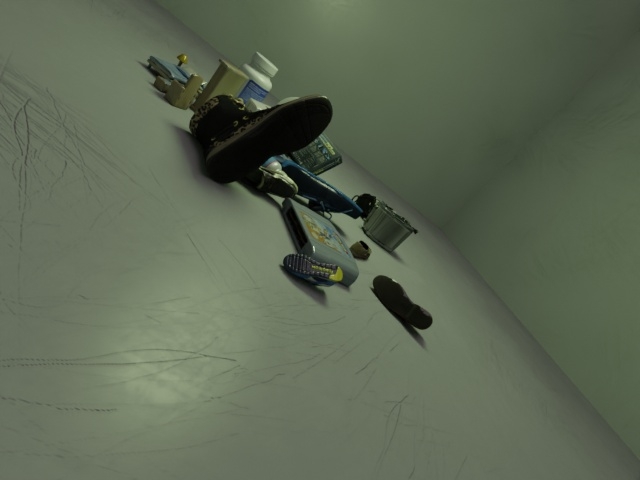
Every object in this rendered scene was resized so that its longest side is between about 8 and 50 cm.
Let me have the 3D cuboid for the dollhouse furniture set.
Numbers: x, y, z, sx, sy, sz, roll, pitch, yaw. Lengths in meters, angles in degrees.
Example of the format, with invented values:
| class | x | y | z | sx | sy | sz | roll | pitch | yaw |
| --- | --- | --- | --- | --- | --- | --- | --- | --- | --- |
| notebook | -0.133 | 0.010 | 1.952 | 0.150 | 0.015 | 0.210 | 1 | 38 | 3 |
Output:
| class | x | y | z | sx | sy | sz | roll | pitch | yaw |
| --- | --- | --- | --- | --- | --- | --- | --- | --- | --- |
| dollhouse furniture set | -0.466 | -0.614 | 1.419 | 0.303 | 0.198 | 0.286 | 44 | 17 | 12 |

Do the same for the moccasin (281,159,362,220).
| class | x | y | z | sx | sy | sz | roll | pitch | yaw |
| --- | --- | --- | --- | --- | --- | --- | --- | --- | --- |
| moccasin | -0.010 | -0.157 | 1.432 | 0.342 | 0.117 | 0.138 | 30 | 8 | -19 |

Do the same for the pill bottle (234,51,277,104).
| class | x | y | z | sx | sy | sz | roll | pitch | yaw |
| --- | --- | --- | --- | --- | --- | --- | --- | --- | --- |
| pill bottle | -0.303 | -0.645 | 1.710 | 0.152 | 0.272 | 0.152 | 37 | 18 | -14 |

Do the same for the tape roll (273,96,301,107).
| class | x | y | z | sx | sy | sz | roll | pitch | yaw |
| --- | --- | --- | --- | --- | --- | --- | --- | --- | --- |
| tape roll | -0.116 | -0.563 | 1.956 | 0.246 | 0.246 | 0.169 | 39 | 17 | -6 |

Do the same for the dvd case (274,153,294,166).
| class | x | y | z | sx | sy | sz | roll | pitch | yaw |
| --- | --- | --- | --- | --- | --- | --- | --- | --- | --- |
| dvd case | -0.182 | -0.365 | 1.710 | 0.180 | 0.022 | 0.253 | 22 | 26 | -44 |

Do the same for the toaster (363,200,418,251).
| class | x | y | z | sx | sy | sz | roll | pitch | yaw |
| --- | --- | --- | --- | --- | --- | --- | --- | --- | --- |
| toaster | 0.293 | -0.054 | 1.752 | 0.227 | 0.146 | 0.129 | 35 | 19 | -18 |

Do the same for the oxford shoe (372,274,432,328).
| class | x | y | z | sx | sy | sz | roll | pitch | yaw |
| --- | --- | --- | --- | --- | --- | --- | --- | --- | --- |
| oxford shoe | 0.236 | 0.191 | 1.209 | 0.212 | 0.076 | 0.076 | 45 | -12 | 19 |

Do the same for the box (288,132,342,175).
| class | x | y | z | sx | sy | sz | roll | pitch | yaw |
| --- | --- | --- | --- | --- | --- | --- | --- | --- | --- |
| box | -0.038 | -0.394 | 1.787 | 0.232 | 0.183 | 0.059 | 57 | -9 | 28 |

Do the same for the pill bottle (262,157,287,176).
| class | x | y | z | sx | sy | sz | roll | pitch | yaw |
| --- | --- | --- | --- | --- | --- | --- | --- | --- | --- |
| pill bottle | -0.183 | -0.237 | 1.292 | 0.160 | 0.087 | 0.087 | 45 | 18 | 11 |

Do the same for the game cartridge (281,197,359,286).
| class | x | y | z | sx | sy | sz | roll | pitch | yaw |
| --- | --- | --- | --- | --- | --- | --- | --- | --- | --- |
| game cartridge | 0.000 | 0.000 | 1.168 | 0.198 | 0.062 | 0.297 | 24 | 24 | -33 |

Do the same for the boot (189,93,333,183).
| class | x | y | z | sx | sy | sz | roll | pitch | yaw |
| --- | --- | --- | --- | --- | --- | --- | --- | --- | --- |
| boot | -0.184 | -0.335 | 1.142 | 0.284 | 0.377 | 0.138 | 49 | -10 | 42 |

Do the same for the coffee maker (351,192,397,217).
| class | x | y | z | sx | sy | sz | roll | pitch | yaw |
| --- | --- | --- | --- | --- | --- | --- | --- | --- | --- |
| coffee maker | 0.267 | -0.154 | 1.983 | 0.178 | 0.120 | 0.171 | 28 | 21 | -37 |

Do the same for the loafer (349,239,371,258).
| class | x | y | z | sx | sy | sz | roll | pitch | yaw |
| --- | --- | --- | --- | --- | --- | --- | --- | --- | --- |
| loafer | 0.148 | 0.031 | 1.403 | 0.056 | 0.050 | 0.148 | 47 | 18 | 17 |

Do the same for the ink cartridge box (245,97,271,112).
| class | x | y | z | sx | sy | sz | roll | pitch | yaw |
| --- | --- | --- | --- | --- | --- | --- | --- | --- | --- |
| ink cartridge box | -0.211 | -0.435 | 1.562 | 0.203 | 0.148 | 0.086 | 10 | 36 | -42 |

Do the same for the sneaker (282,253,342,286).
| class | x | y | z | sx | sy | sz | roll | pitch | yaw |
| --- | --- | --- | --- | --- | --- | --- | --- | --- | --- |
| sneaker | -0.023 | 0.076 | 0.945 | 0.144 | 0.059 | 0.053 | 20 | 54 | -13 |

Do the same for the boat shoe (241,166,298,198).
| class | x | y | z | sx | sy | sz | roll | pitch | yaw |
| --- | --- | --- | --- | --- | --- | --- | --- | --- | --- |
| boat shoe | -0.173 | -0.178 | 1.198 | 0.223 | 0.080 | 0.073 | 28 | 29 | -16 |
